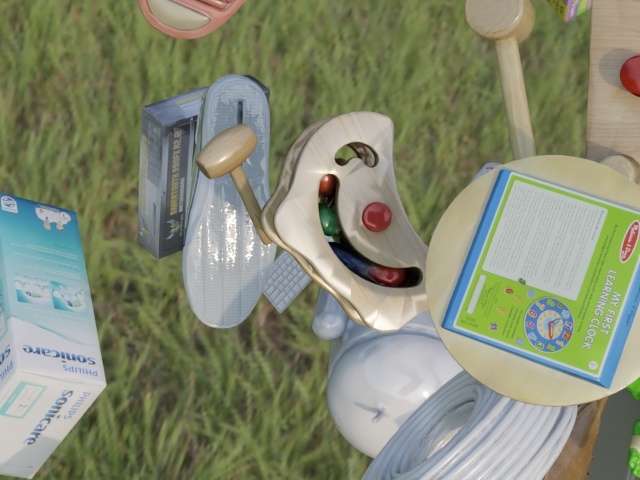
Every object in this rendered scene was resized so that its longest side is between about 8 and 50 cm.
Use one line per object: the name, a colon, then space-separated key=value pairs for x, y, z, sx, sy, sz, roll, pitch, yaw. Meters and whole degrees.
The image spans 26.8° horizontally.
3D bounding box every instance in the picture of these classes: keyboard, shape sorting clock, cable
keyboard: x=0.000 y=0.000 z=2.120 sx=0.256 sy=0.072 sz=0.014 roll=-48 pitch=28 yaw=-17
shape sorting clock: x=0.187 y=0.031 z=1.078 sx=0.206 sy=0.206 sz=0.040 roll=34 pitch=-8 yaw=18
cable: x=0.131 y=0.213 z=1.297 sx=0.089 sy=0.257 sz=0.257 roll=46 pitch=72 yaw=-6

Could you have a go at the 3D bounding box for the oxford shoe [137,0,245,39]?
oxford shoe: x=-0.069 y=-0.380 z=1.331 sx=0.140 sy=0.397 sz=0.146 roll=25 pitch=0 yaw=-9

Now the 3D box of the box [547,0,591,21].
box: x=0.342 y=-0.483 z=1.968 sx=0.117 sy=0.213 sz=0.243 roll=-33 pitch=72 yaw=-6

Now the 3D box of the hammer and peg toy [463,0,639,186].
hammer and peg toy: x=0.321 y=-0.143 z=1.241 sx=0.361 sy=0.266 sz=0.127 roll=2 pitch=4 yaw=20

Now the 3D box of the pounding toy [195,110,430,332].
pounding toy: x=0.020 y=-0.038 z=1.323 sx=0.269 sy=0.154 sz=0.155 roll=45 pitch=-8 yaw=-11

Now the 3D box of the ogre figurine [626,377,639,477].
ogre figurine: x=0.372 y=0.172 z=1.367 sx=0.118 sy=0.197 sz=0.097 roll=-7 pitch=-12 yaw=29

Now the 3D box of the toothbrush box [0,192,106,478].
toothbrush box: x=-0.395 y=0.122 z=1.728 sx=0.126 sy=0.216 sz=0.296 roll=14 pitch=42 yaw=-35

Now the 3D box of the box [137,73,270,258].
box: x=-0.166 y=-0.104 z=1.891 sx=0.183 sy=0.231 sz=0.056 roll=-22 pitch=46 yaw=-33

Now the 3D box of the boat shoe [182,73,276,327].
boat shoe: x=-0.109 y=-0.048 z=1.615 sx=0.109 sy=0.302 sz=0.094 roll=5 pitch=7 yaw=-15

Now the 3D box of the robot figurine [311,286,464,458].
robot figurine: x=0.110 y=0.151 z=1.768 sx=0.300 sy=0.200 sz=0.353 roll=32 pitch=32 yaw=-19

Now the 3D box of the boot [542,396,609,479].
boot: x=0.276 y=0.235 z=1.564 sx=0.112 sy=0.115 sz=0.305 roll=-6 pitch=33 yaw=43

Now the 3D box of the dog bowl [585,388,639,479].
dog bowl: x=0.415 y=0.261 z=1.739 sx=0.102 sy=0.349 sz=0.349 roll=-1 pitch=39 yaw=-13

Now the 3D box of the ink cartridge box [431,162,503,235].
ink cartridge box: x=0.277 y=-0.021 z=2.278 sx=0.045 sy=0.145 sz=0.179 roll=6 pitch=48 yaw=45
